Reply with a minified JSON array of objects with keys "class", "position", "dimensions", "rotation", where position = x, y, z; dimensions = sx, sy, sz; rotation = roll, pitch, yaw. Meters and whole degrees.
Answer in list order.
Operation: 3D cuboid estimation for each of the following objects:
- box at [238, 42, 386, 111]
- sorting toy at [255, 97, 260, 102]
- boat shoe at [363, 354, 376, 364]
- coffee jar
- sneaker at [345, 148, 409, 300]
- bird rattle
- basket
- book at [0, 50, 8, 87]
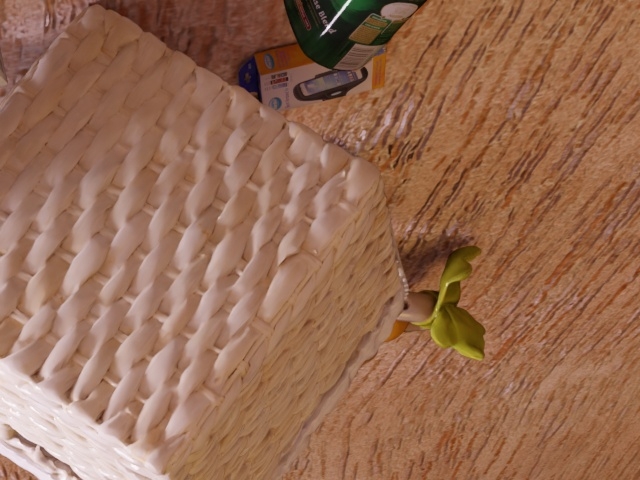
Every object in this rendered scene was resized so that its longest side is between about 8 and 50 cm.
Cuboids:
[{"class":"box","position":[-0.007,-0.155,1.612],"dimensions":[0.136,0.028,0.081],"rotation":[-16,158,-6]},{"class":"sorting toy","position":[-0.086,-0.108,1.649],"dimensions":[0.102,0.042,0.061],"rotation":[8,147,-45]},{"class":"boat shoe","position":[-0.057,0.156,2.200],"dimensions":[0.277,0.098,0.096],"rotation":[-7,165,-37]},{"class":"coffee jar","position":[0.052,-0.222,1.408],"dimensions":[0.079,0.096,0.184],"rotation":[1,151,-41]},{"class":"sneaker","position":[0.000,-0.001,1.893],"dimensions":[0.146,0.102,0.293],"rotation":[-18,151,9]},{"class":"bird rattle","position":[0.075,0.090,2.121],"dimensions":[0.254,0.143,0.207],"rotation":[-4,171,-20]},{"class":"basket","position":[-0.141,0.038,1.454],"dimensions":[0.331,0.328,0.266],"rotation":[-53,164,-21]},{"class":"book","position":[-0.257,-0.186,1.218],"dimensions":[0.035,0.144,0.096],"rotation":[-19,157,8]}]
